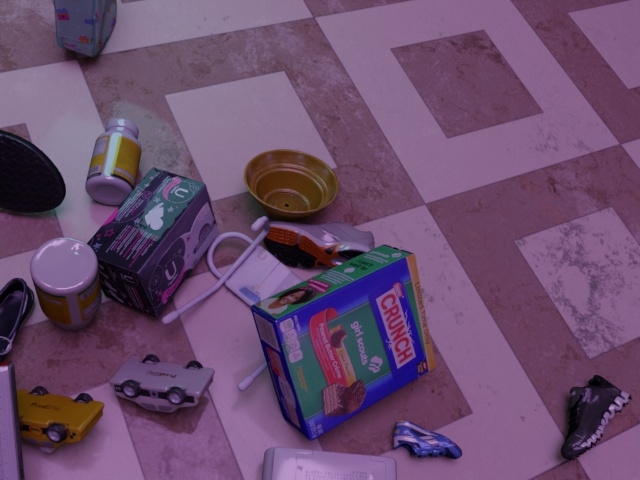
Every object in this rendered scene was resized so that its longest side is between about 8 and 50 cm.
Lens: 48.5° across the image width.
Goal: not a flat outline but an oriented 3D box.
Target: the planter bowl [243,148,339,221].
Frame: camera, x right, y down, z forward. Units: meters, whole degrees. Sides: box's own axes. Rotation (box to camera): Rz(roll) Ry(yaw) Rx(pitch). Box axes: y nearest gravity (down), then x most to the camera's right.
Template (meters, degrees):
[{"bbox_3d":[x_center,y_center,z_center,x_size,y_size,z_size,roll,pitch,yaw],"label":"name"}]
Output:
[{"bbox_3d":[-0.072,-0.108,1.632,0.217,0.090,0.217,7,45,-7],"label":"planter bowl"}]

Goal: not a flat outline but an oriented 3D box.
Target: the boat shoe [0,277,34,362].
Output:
[{"bbox_3d":[-0.621,0.186,1.342,0.095,0.079,0.255,24,57,1],"label":"boat shoe"}]

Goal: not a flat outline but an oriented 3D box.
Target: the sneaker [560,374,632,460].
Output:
[{"bbox_3d":[0.562,0.370,1.517,0.234,0.078,0.106,-34,69,-32],"label":"sneaker"}]

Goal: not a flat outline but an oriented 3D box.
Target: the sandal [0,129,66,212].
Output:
[{"bbox_3d":[-0.744,-0.190,1.500,0.445,0.168,0.107,18,29,-3],"label":"sandal"}]

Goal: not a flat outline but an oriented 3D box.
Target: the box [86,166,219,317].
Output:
[{"bbox_3d":[-0.336,0.003,1.457,0.142,0.163,0.247,19,55,20],"label":"box"}]

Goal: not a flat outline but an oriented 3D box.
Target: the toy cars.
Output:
[{"bbox_3d":[-0.390,0.308,1.316,0.393,0.087,0.176,-13,27,-22],"label":"toy cars"}]

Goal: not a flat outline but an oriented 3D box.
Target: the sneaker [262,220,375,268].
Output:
[{"bbox_3d":[0.000,0.000,1.608,0.262,0.099,0.121,16,37,-1],"label":"sneaker"}]

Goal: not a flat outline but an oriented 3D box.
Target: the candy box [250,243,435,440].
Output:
[{"bbox_3d":[0.055,0.191,1.390,0.317,0.268,0.122,-25,24,-25],"label":"candy box"}]

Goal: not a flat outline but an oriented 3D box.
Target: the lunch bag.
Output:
[{"bbox_3d":[-0.563,-0.602,1.716,0.107,0.279,0.224,11,47,-7],"label":"lunch bag"}]

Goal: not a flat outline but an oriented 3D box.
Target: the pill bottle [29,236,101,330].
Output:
[{"bbox_3d":[-0.479,0.092,1.355,0.117,0.208,0.118,6,59,-10],"label":"pill bottle"}]

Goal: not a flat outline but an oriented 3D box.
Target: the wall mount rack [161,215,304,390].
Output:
[{"bbox_3d":[-0.135,0.129,1.466,0.350,0.130,0.304,38,77,12],"label":"wall mount rack"}]

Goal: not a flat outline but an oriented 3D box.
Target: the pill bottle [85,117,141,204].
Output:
[{"bbox_3d":[-0.457,-0.179,1.586,0.103,0.103,0.184,8,58,-9],"label":"pill bottle"}]

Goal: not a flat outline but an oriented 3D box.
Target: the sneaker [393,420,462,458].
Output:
[{"bbox_3d":[0.211,0.412,1.421,0.144,0.053,0.059,19,56,8],"label":"sneaker"}]

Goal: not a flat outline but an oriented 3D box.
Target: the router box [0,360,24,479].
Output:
[{"bbox_3d":[-0.637,0.381,1.130,0.301,0.082,0.336,-5,87,-18],"label":"router box"}]

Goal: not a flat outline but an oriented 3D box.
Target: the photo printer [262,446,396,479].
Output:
[{"bbox_3d":[0.014,0.537,1.265,0.255,0.107,0.308,7,59,-9],"label":"photo printer"}]
